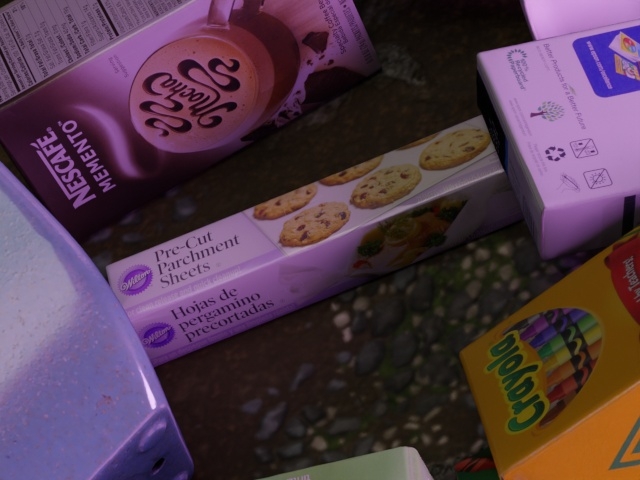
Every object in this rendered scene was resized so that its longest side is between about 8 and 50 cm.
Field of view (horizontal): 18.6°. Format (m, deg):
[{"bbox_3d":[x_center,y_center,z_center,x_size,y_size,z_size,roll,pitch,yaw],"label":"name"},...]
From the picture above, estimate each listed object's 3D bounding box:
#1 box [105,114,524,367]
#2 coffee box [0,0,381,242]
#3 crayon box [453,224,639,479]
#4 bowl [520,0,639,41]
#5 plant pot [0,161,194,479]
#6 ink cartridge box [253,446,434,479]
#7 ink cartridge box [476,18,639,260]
[{"bbox_3d":[0.000,0.000,1.473,0.324,0.063,0.067,-21,48,6],"label":"box"},{"bbox_3d":[-0.123,-0.150,1.574,0.297,0.168,0.119,-30,48,-1],"label":"coffee box"},{"bbox_3d":[0.206,0.074,1.227,0.318,0.081,0.202,-36,17,8],"label":"crayon box"},{"bbox_3d":[0.220,-0.186,1.483,0.142,0.142,0.053,-29,37,0],"label":"bowl"},{"bbox_3d":[-0.230,0.118,1.369,0.252,0.248,0.247,37,73,20],"label":"plant pot"},{"bbox_3d":[0.039,0.291,1.135,0.115,0.198,0.273,-13,49,13],"label":"ink cartridge box"},{"bbox_3d":[0.292,-0.096,1.399,0.333,0.065,0.165,-13,49,-4],"label":"ink cartridge box"}]
